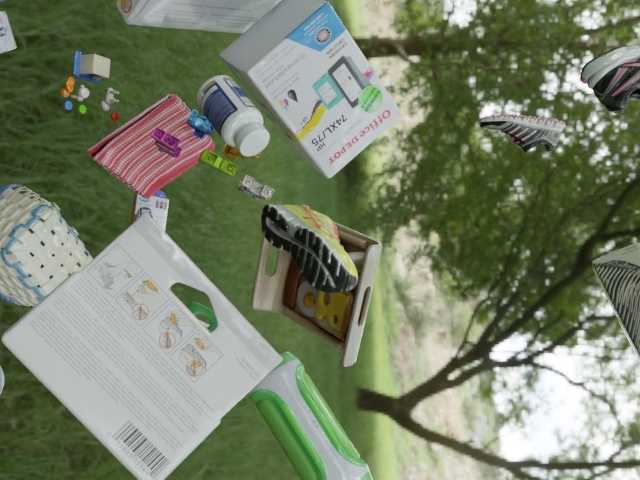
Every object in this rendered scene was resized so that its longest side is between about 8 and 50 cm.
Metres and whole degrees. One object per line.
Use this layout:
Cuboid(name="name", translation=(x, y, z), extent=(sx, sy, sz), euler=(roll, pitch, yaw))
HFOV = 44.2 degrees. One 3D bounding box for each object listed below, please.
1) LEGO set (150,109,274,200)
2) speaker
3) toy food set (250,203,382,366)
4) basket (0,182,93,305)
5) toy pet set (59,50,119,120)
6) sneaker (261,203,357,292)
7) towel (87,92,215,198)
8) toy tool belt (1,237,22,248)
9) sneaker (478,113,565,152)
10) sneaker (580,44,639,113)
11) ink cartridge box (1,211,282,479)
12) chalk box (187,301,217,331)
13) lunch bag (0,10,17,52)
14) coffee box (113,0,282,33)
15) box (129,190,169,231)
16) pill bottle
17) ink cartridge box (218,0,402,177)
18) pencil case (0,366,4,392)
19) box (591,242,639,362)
Cuboid(name="LEGO set", translation=(-0.181, -0.154, 1.396), extent=(0.087, 0.227, 0.093), euler=(-64, -168, -13))
Cuboid(name="speaker", translation=(-0.024, 0.365, 1.509), extent=(0.297, 0.131, 0.131), euler=(56, -5, 14))
Cuboid(name="toy food set", translation=(-0.019, 0.074, 1.449), extent=(0.306, 0.092, 0.220), euler=(26, -72, 50))
Cuboid(name="basket", translation=(-0.624, 0.012, 1.624), extent=(0.201, 0.288, 0.255), euler=(-58, 143, -31))
Cuboid(name="toy pet set", translation=(-0.422, -0.277, 1.403), extent=(0.122, 0.065, 0.114), euler=(8, 87, -58))
Cuboid(name="sneaker", translation=(0.000, 0.000, 1.195), extent=(0.208, 0.094, 0.082), euler=(45, -47, 37))
Cuboid(name="towel", translation=(-0.320, -0.178, 1.549), extent=(0.031, 0.198, 0.275), euler=(54, -1, 15))
Cuboid(name="toy tool belt", translation=(-0.759, 0.001, 1.959), extent=(0.083, 0.051, 0.052), euler=(36, 13, -47))
Cuboid(name="sneaker", translation=(0.404, -0.215, 1.595), extent=(0.063, 0.170, 0.075), euler=(-60, 157, -74))
Cuboid(name="sneaker", translation=(0.408, -0.206, 0.944), extent=(0.077, 0.178, 0.072), euler=(66, 9, 14))
Cuboid(name="ink cartridge box", translation=(-0.247, 0.154, 1.122), extent=(0.296, 0.261, 0.066), euler=(48, -12, -7))
Cuboid(name="chalk box", translation=(-0.335, 0.298, 1.945), extent=(0.179, 0.180, 0.289), euler=(-41, 154, -75))
Cuboid(name="lunch bag", translation=(-0.575, -0.368, 1.396), extent=(0.083, 0.053, 0.071), euler=(-111, -170, -72))
Cuboid(name="coffee box", translation=(-0.218, -0.625, 1.444), extent=(0.337, 0.338, 0.334), euler=(-12, 64, -50))
Cuboid(name="box", translation=(-0.409, -0.054, 1.881), extent=(0.028, 0.081, 0.136), euler=(-13, -112, 56))
Cuboid(name="pill bottle", translation=(-0.125, -0.179, 1.141), extent=(0.120, 0.067, 0.067), euler=(52, -16, 28))
Cuboid(name="ink cartridge box", translation=(-0.018, -0.300, 1.519), extent=(0.270, 0.198, 0.197), euler=(50, -2, -31))
Cuboid(name="pencil case", translation=(-0.717, 0.258, 1.619), extent=(0.273, 0.113, 0.124), euler=(122, -23, -58))
Cuboid(name="box", translation=(0.654, 0.143, 1.585), extent=(0.094, 0.113, 0.275), euler=(54, 17, -42))
